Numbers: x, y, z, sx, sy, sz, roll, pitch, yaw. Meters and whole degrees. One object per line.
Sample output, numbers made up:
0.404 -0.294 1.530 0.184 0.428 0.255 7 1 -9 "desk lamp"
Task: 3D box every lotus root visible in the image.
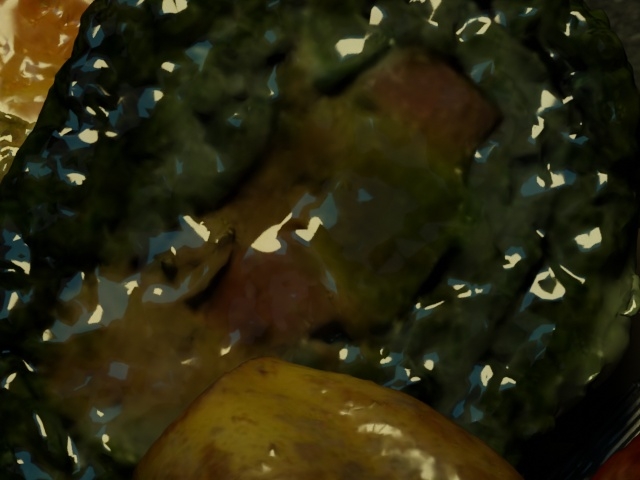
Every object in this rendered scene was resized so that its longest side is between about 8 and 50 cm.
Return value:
0.021 0.179 0.723 0.193 0.193 0.291 -26 74 -4 "lotus root"

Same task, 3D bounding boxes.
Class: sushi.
0.000 0.000 0.925 0.294 0.178 0.352 26 85 1 "sushi"

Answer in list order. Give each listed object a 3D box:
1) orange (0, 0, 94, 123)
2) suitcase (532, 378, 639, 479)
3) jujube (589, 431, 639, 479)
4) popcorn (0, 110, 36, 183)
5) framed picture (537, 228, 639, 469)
-0.217 -0.024 1.079 0.274 0.274 0.310 -11 33 10 "orange"
0.155 0.126 0.918 0.126 0.059 0.086 -45 54 -9 "suitcase"
0.244 0.137 0.792 0.290 0.197 0.197 -5 45 -5 "jujube"
-0.178 -0.033 1.013 0.082 0.057 0.083 38 66 5 "popcorn"
0.148 0.018 1.066 0.216 0.016 0.273 0 48 21 "framed picture"
